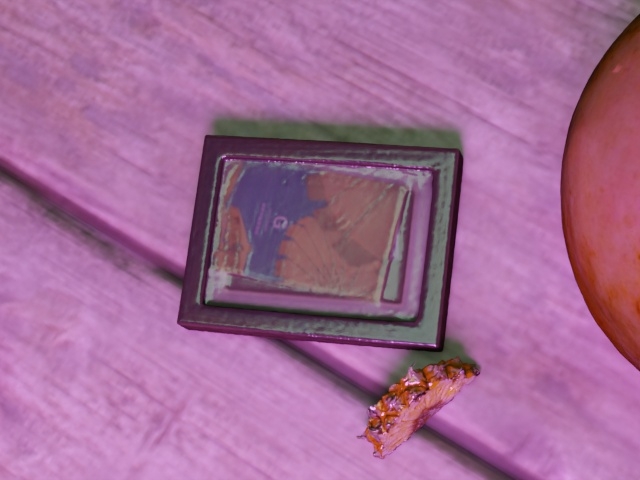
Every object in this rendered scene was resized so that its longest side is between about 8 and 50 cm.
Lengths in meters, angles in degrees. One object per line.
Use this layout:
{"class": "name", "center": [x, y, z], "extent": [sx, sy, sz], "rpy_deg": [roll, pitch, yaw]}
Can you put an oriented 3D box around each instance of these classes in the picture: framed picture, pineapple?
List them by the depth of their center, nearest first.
{"class": "pineapple", "center": [0.056, 0.096, 0.853], "extent": [0.083, 0.045, 0.019], "rpy_deg": [-41, 59, 4]}
{"class": "framed picture", "center": [0.000, 0.000, 0.900], "extent": [0.169, 0.023, 0.127], "rpy_deg": [4, 77, 14]}

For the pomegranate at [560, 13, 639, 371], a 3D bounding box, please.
{"class": "pomegranate", "center": [0.244, -0.004, 0.735], "extent": [0.252, 0.229, 0.270], "rpy_deg": [21, 88, 38]}
